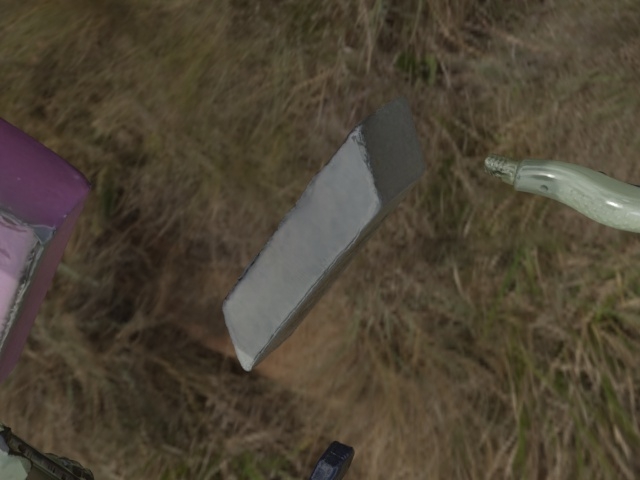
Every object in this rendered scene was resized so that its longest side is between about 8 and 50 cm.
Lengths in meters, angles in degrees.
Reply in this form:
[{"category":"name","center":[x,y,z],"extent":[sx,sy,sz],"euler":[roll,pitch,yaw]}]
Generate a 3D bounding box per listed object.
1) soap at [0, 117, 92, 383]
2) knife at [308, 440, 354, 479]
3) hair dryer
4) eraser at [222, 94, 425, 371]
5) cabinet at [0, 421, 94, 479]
[{"category":"soap","center":[-0.297,0.006,1.043],"extent":[0.181,0.081,0.259],"euler":[31,137,0]},{"category":"knife","center":[-0.010,0.188,0.953],"extent":[0.018,0.121,0.031],"euler":[25,135,16]},{"category":"hair dryer","center":[0.357,-0.064,1.290],"extent":[0.298,0.296,0.119],"euler":[41,149,31]},{"category":"eraser","center":[0.001,0.001,1.449],"extent":[0.077,0.111,0.352],"euler":[44,129,8]},{"category":"cabinet","center":[-0.204,0.218,0.628],"extent":[0.290,0.227,0.318],"euler":[-54,140,-12]}]
